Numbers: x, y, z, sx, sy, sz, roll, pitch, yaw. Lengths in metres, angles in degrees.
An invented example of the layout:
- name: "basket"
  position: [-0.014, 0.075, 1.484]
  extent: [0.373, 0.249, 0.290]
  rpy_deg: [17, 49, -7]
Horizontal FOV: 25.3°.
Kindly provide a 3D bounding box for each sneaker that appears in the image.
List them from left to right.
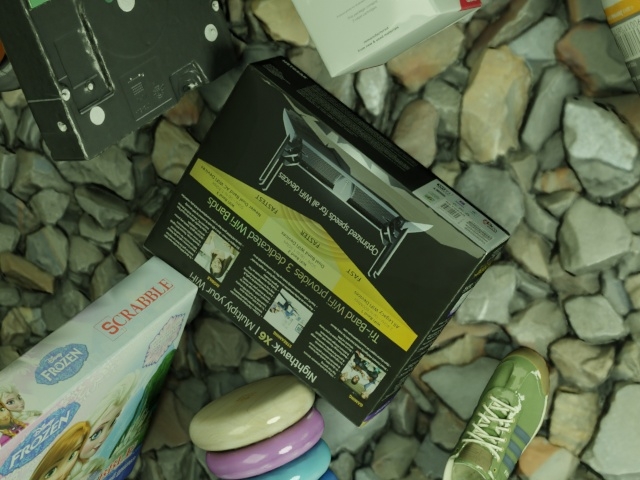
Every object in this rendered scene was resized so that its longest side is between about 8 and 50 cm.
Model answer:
- name: "sneaker"
  position: [0.171, 0.204, 1.422]
  extent: [0.064, 0.086, 0.192]
  rpy_deg: [27, 112, 18]

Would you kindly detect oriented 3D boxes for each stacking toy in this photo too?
- name: "stacking toy"
  position: [-0.020, 0.317, 1.522]
  extent: [0.141, 0.141, 0.330]
  rpy_deg: [-17, 99, 28]

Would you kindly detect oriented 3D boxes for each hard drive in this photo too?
- name: "hard drive"
  position: [-0.223, -0.275, 1.364]
  extent: [0.064, 0.237, 0.339]
  rpy_deg: [2, 121, 41]

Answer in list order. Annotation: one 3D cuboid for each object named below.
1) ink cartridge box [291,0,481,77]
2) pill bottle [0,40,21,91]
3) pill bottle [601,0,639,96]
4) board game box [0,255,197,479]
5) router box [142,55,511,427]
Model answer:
- name: "ink cartridge box"
  position: [0.043, -0.265, 1.344]
  extent: [0.127, 0.128, 0.176]
  rpy_deg: [-27, 89, 29]
- name: "pill bottle"
  position: [-0.296, -0.222, 1.450]
  extent: [0.130, 0.246, 0.130]
  rpy_deg: [7, 105, 25]
- name: "pill bottle"
  position: [0.360, -0.120, 1.210]
  extent: [0.162, 0.162, 0.278]
  rpy_deg: [-23, 93, 28]
- name: "board game box"
  position: [-0.277, 0.212, 1.470]
  extent: [0.066, 0.319, 0.318]
  rpy_deg: [34, 131, 13]
- name: "router box"
  position: [0.000, 0.000, 1.457]
  extent: [0.309, 0.081, 0.243]
  rpy_deg: [40, 116, 12]
